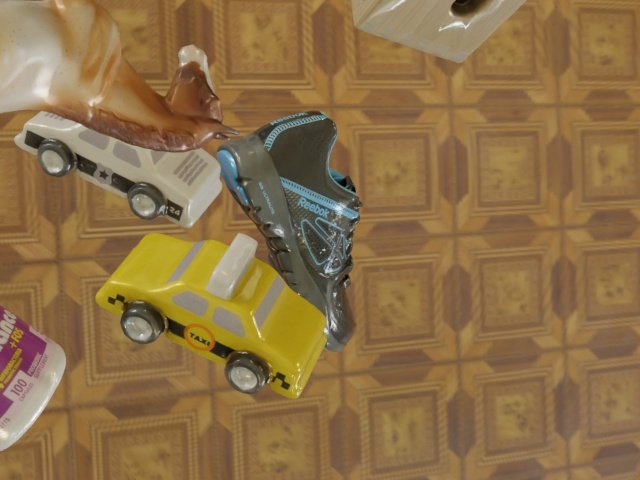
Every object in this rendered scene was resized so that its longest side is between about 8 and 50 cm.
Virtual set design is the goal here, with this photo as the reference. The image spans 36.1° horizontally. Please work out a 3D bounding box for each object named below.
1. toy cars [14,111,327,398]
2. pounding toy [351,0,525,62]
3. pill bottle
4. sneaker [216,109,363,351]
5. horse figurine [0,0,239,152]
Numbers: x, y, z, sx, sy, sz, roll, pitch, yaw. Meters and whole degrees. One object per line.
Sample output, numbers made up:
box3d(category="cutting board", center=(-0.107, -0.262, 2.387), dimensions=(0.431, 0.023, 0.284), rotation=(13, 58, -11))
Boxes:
box3d(category="toy cars", center=(-0.129, -0.026, 0.857), dimensions=(0.176, 0.393, 0.087), rotation=(-8, 137, -35))
box3d(category="pounding toy", center=(0.091, -0.171, 0.505), dimensions=(0.100, 0.141, 0.130), rotation=(11, 58, -28))
box3d(category="pill bottle", center=(-0.499, 0.131, 1.275), dimensions=(0.301, 0.169, 0.169), rotation=(39, 78, -23))
box3d(category="sneaker", center=(0.000, 0.000, 1.178), dimensions=(0.140, 0.125, 0.341), rotation=(-30, 132, -10))
box3d(category="horse figurine", center=(-0.170, -0.118, 0.494), dimensions=(0.263, 0.066, 0.174), rotation=(-12, 84, -52))
